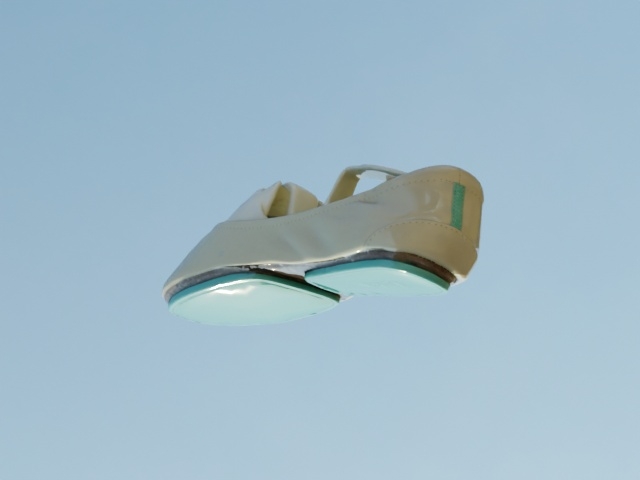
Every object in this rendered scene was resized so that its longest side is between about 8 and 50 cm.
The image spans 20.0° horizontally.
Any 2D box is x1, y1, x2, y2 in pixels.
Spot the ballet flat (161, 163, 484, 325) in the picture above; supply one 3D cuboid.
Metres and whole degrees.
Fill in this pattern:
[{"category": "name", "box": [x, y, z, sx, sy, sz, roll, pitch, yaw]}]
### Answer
[{"category": "ballet flat", "box": [0.000, 0.000, 1.047, 0.086, 0.248, 0.086, 7, -101, -41]}]
